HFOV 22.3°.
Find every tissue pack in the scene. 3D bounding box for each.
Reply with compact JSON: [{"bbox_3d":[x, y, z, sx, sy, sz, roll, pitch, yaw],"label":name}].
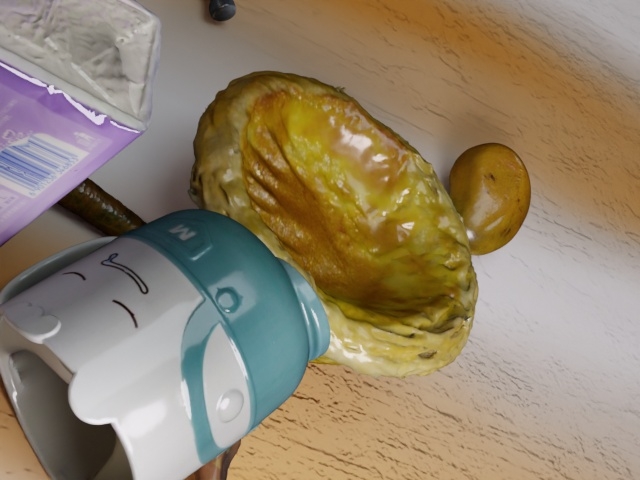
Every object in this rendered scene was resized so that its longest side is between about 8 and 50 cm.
[{"bbox_3d":[-0.333,-0.118,1.411,0.242,0.338,0.160,30,47,-30],"label":"tissue pack"}]

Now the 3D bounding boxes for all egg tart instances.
[{"bbox_3d":[0.000,0.000,1.733,0.388,0.169,0.388,30,37,-26],"label":"egg tart"}]

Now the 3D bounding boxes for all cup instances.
[{"bbox_3d":[-0.172,0.090,1.484,0.257,0.219,0.289,-32,42,-29],"label":"cup"}]

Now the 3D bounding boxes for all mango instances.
[{"bbox_3d":[0.211,-0.050,2.037,0.115,0.089,0.165,26,50,-25],"label":"mango"}]

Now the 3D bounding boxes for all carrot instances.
[{"bbox_3d":[-0.216,-0.023,1.673,0.170,0.042,0.042,37,43,-18],"label":"carrot"}]

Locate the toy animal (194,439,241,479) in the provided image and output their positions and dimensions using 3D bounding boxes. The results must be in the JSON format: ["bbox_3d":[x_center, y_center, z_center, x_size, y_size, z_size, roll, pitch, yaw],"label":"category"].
[{"bbox_3d":[-0.120,0.191,1.588,0.229,0.066,0.224,43,46,-3],"label":"toy animal"}]

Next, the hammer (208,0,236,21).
[{"bbox_3d":[-0.197,-0.361,1.855,0.290,0.037,0.137,29,36,-56],"label":"hammer"}]
